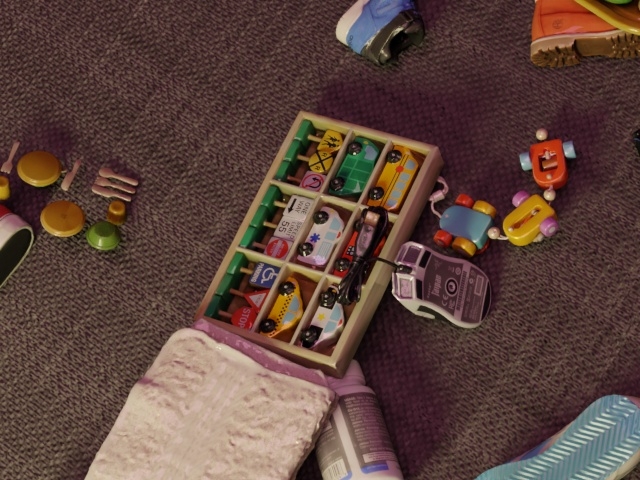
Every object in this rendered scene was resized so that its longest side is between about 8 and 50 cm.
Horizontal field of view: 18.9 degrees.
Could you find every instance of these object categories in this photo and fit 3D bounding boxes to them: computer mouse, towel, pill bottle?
[{"bbox_3d":[0.095,0.040,1.937,0.042,0.193,0.106,-7,65,48],"label":"computer mouse"},{"bbox_3d":[-0.120,0.224,1.878,0.187,0.049,0.282,23,73,18],"label":"towel"},{"bbox_3d":[0.028,0.193,1.935,0.078,0.078,0.137,-20,65,5],"label":"pill bottle"}]

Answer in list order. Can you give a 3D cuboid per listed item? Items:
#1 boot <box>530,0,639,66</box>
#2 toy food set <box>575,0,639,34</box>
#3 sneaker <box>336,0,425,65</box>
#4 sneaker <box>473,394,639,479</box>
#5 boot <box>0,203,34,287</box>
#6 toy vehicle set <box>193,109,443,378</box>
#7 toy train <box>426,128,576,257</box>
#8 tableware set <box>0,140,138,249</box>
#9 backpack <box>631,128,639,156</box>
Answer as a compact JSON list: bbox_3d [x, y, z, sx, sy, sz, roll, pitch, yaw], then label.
[{"bbox_3d":[0.298,-0.235,2.024,0.158,0.059,0.084,-4,68,11],"label":"boot"},{"bbox_3d":[0.341,-0.276,1.982,0.128,0.071,0.218,-31,52,-28],"label":"toy food set"},{"bbox_3d":[0.093,-0.256,2.068,0.084,0.058,0.152,38,88,25],"label":"sneaker"},{"bbox_3d":[0.236,0.233,1.883,0.229,0.092,0.087,-36,71,20],"label":"sneaker"},{"bbox_3d":[-0.450,0.036,2.080,0.176,0.088,0.244,32,74,19],"label":"boot"},{"bbox_3d":[0.000,0.000,1.985,0.166,0.035,0.267,15,66,24],"label":"toy vehicle set"},{"bbox_3d":[0.193,-0.041,1.995,0.166,0.046,0.125,-17,55,12],"label":"toy train"},{"bbox_3d":[-0.280,-0.044,2.082,0.154,0.024,0.104,18,53,3],"label":"tableware set"},{"bbox_3d":[0.384,-0.089,1.940,0.114,0.105,0.084,-20,93,4],"label":"backpack"}]
